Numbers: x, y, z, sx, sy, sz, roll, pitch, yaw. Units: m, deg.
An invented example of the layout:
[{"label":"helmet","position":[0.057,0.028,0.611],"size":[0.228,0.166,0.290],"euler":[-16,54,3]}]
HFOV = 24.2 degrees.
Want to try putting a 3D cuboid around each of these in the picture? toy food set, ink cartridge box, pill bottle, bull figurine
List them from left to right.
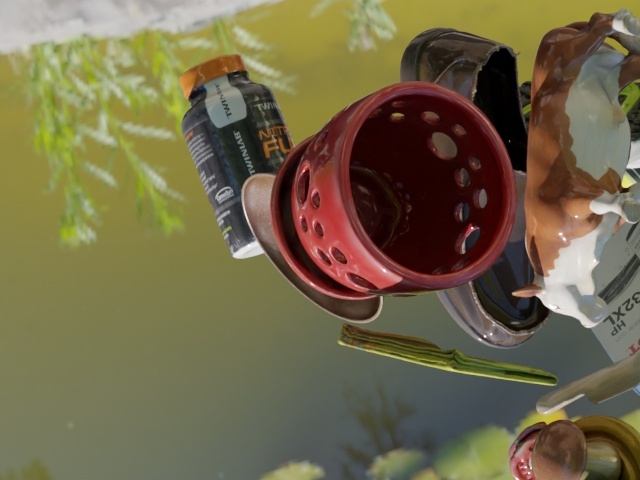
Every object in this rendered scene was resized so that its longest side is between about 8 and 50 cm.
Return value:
[{"label":"pill bottle","position":[-0.097,-0.111,1.901],"size":[0.130,0.245,0.130],"euler":[-22,174,-2]},{"label":"toy food set","position":[0.172,0.188,1.059],"size":[0.071,0.218,0.128],"euler":[17,155,-33]},{"label":"bull figurine","position":[0.264,-0.074,1.457],"size":[0.101,0.310,0.188],"euler":[4,170,-30]},{"label":"ink cartridge box","position":[0.430,0.040,1.851],"size":[0.223,0.307,0.129],"euler":[-41,128,13]}]

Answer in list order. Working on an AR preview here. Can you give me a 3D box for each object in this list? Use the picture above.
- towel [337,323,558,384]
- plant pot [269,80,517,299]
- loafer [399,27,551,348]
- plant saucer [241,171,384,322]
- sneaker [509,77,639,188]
[{"label":"towel","position":[0.105,0.098,1.302],"size":[0.102,0.237,0.021],"euler":[9,89,-22]},{"label":"plant pot","position":[0.061,-0.037,1.394],"size":[0.191,0.191,0.174],"euler":[4,169,-25]},{"label":"loafer","position":[0.183,-0.053,1.623],"size":[0.134,0.130,0.366],"euler":[-24,103,-34]},{"label":"plant saucer","position":[0.000,0.000,1.569],"size":[0.036,0.199,0.198],"euler":[-42,147,-26]},{"label":"sneaker","position":[0.397,-0.112,1.760],"size":[0.385,0.145,0.147],"euler":[5,145,-3]}]
